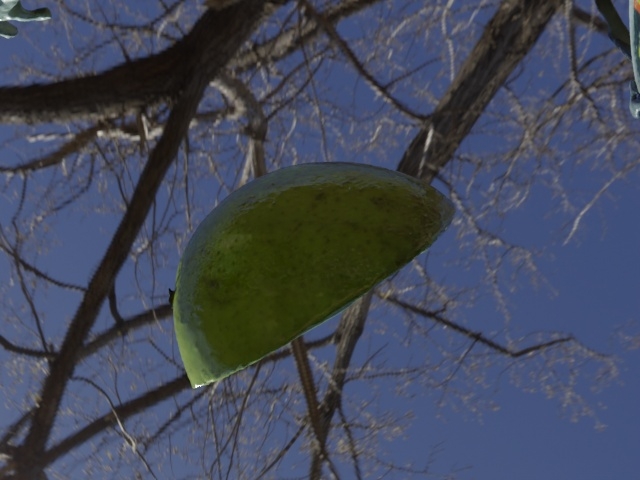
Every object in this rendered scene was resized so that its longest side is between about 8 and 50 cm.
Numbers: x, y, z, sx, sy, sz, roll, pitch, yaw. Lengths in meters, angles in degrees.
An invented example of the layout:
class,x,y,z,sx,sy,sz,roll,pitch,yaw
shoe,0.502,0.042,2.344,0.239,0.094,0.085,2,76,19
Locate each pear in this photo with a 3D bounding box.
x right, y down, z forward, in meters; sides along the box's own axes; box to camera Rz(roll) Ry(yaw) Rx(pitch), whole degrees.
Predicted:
class,x,y,z,sx,sy,sz,roll,pitch,yaw
pear,0.000,-0.005,0.924,0.288,0.239,0.139,-39,-73,-47

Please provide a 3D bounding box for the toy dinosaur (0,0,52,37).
class,x,y,z,sx,sy,sz,roll,pitch,yaw
toy dinosaur,-0.199,-0.183,0.616,0.129,0.383,0.076,-29,-87,-13

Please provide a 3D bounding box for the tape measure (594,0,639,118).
class,x,y,z,sx,sy,sz,roll,pitch,yaw
tape measure,0.221,-0.166,0.603,0.084,0.164,0.330,5,-148,5
